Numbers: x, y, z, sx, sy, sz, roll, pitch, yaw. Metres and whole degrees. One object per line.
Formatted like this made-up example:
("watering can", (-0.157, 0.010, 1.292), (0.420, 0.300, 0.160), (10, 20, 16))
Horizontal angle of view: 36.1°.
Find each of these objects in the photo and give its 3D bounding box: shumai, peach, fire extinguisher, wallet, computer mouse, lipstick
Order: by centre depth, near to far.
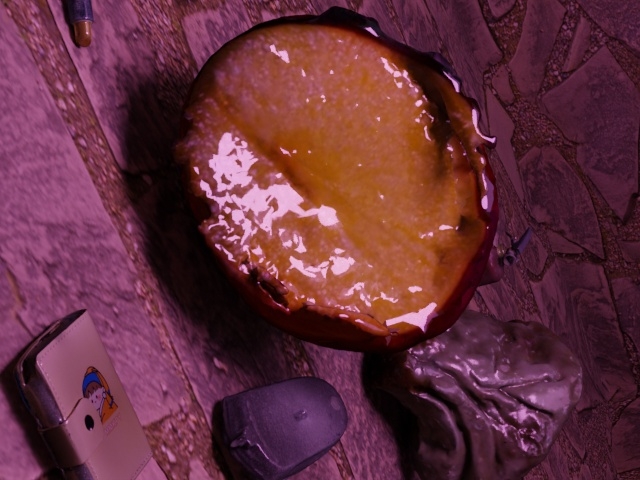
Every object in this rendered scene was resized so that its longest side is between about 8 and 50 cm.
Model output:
("wallet", (-0.206, 0.151, 0.855), (0.110, 0.039, 0.155), (-58, 129, -66))
("lipstick", (-0.253, -0.260, 1.025), (0.037, 0.037, 0.116), (6, 74, -67))
("peach", (0.008, -0.065, 1.139), (0.339, 0.353, 0.416), (-46, 138, -14))
("computer mouse", (-0.050, 0.222, 1.145), (0.229, 0.068, 0.113), (-6, 63, -57))
("shumai", (0.217, 0.207, 1.527), (0.263, 0.304, 0.309), (43, 31, -34))
("fire extinguisher", (0.218, 0.036, 1.638), (0.105, 0.269, 0.104), (48, 33, -47))
